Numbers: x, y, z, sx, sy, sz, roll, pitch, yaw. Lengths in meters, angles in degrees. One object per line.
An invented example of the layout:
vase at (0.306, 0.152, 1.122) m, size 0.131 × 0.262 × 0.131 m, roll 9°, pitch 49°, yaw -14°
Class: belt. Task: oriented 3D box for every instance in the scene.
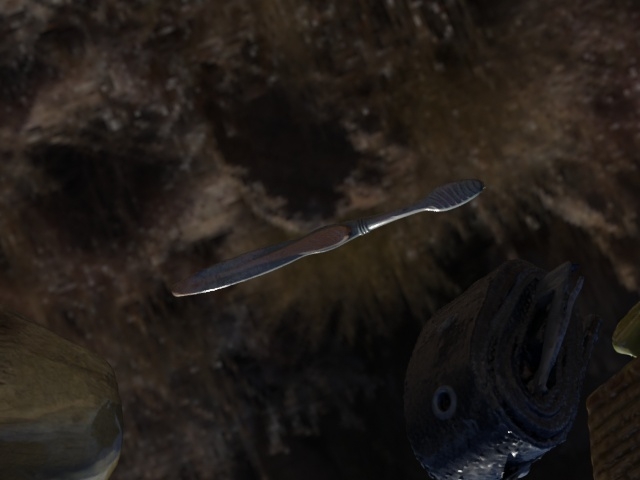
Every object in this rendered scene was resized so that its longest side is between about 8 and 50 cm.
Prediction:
belt at (0.153, 0.098, 1.143) m, size 0.128 × 0.122 × 0.218 m, roll -40°, pitch -168°, yaw 35°

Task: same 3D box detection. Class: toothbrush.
toothbrush at (0.000, 0.000, 1.498) m, size 0.375 × 0.028 × 0.037 m, roll -19°, pitch -179°, yaw 21°

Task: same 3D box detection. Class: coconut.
coconut at (-0.265, 0.141, 1.068) m, size 0.224 × 0.224 × 0.224 m, roll -22°, pitch 177°, yaw -1°

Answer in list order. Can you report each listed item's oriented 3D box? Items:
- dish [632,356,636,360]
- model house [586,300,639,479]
dish at (0.458, 0.172, 1.846) m, size 0.262 × 0.108 × 0.221 m, roll -62°, pitch 167°, yaw -6°
model house at (0.386, 0.206, 1.426) m, size 0.261 × 0.266 × 0.321 m, roll -44°, pitch -177°, yaw 23°
